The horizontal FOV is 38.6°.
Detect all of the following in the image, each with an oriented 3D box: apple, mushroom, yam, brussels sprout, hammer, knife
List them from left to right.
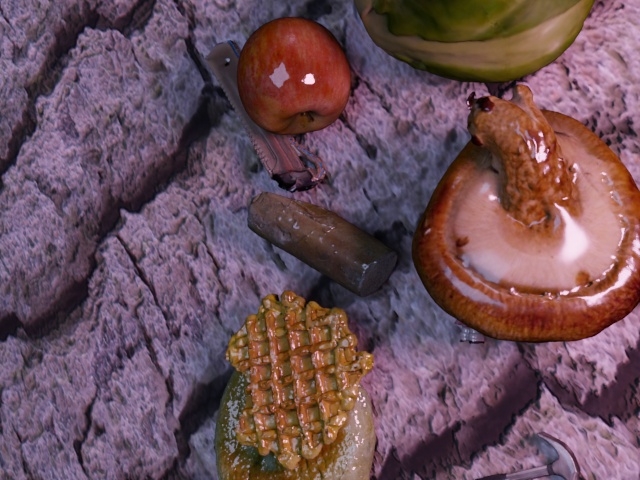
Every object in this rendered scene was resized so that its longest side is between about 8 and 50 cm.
[{"bbox_3d":[-0.105,-0.222,1.630,0.089,0.043,0.365,-27,65,-10],"label":"knife"},{"bbox_3d":[-0.044,-0.272,1.513,0.188,0.188,0.174,-21,67,27],"label":"apple"},{"bbox_3d":[0.000,0.000,1.504,0.259,0.106,0.106,32,101,28],"label":"yam"},{"bbox_3d":[0.232,-0.385,1.314,0.371,0.276,0.315,-31,67,25],"label":"brussels sprout"},{"bbox_3d":[0.263,0.354,1.358,0.246,0.029,0.103,-21,75,28],"label":"hammer"},{"bbox_3d":[0.282,-0.026,1.242,0.345,0.259,0.345,-4,68,9],"label":"mushroom"}]

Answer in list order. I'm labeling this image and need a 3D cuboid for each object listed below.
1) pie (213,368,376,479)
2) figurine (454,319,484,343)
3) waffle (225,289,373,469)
[{"bbox_3d":[-0.053,0.318,1.524,0.323,0.070,0.323,-7,76,30],"label":"pie"},{"bbox_3d":[0.235,0.092,1.382,0.072,0.054,0.129,3,85,55],"label":"figurine"},{"bbox_3d":[-0.052,0.218,1.477,0.291,0.051,0.291,-8,75,30],"label":"waffle"}]
